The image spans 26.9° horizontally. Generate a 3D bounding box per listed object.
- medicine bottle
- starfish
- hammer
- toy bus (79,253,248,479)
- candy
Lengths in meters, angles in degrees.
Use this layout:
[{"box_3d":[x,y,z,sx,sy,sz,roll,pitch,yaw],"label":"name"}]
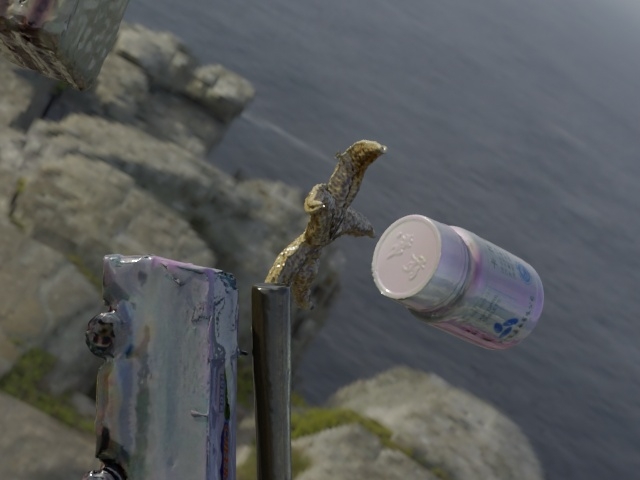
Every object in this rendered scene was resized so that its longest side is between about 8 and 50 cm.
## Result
[{"box_3d":[0.202,0.061,1.958,0.254,0.152,0.152,26,15,-44],"label":"medicine bottle"},{"box_3d":[0.000,0.000,1.406,0.062,0.236,0.277,31,2,9],"label":"starfish"},{"box_3d":[-0.039,0.260,1.289,0.044,0.440,0.168,-3,6,-16],"label":"hammer"},{"box_3d":[-0.147,0.169,1.275,0.137,0.317,0.112,-3,-10,18],"label":"toy bus"},{"box_3d":[-0.273,-0.350,1.506,0.135,0.321,0.179,21,-7,10],"label":"candy"}]
